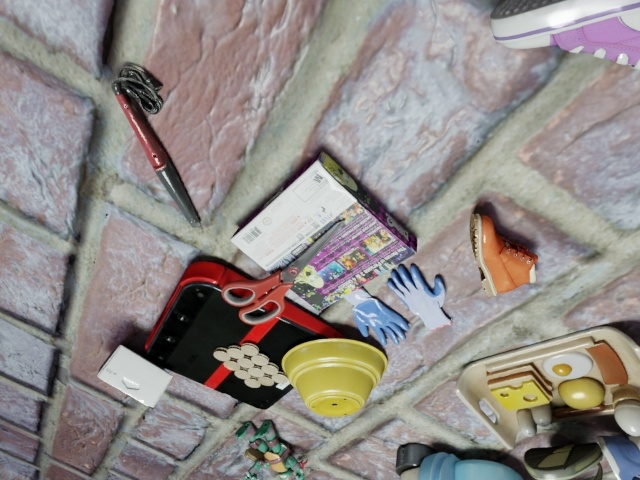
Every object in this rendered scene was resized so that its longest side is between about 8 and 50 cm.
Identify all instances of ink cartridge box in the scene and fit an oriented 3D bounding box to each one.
[{"bbox_3d":[-0.439,0.313,1.007,0.140,0.082,0.191,38,153,-14],"label":"ink cartridge box"}]

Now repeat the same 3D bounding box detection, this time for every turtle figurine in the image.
[{"bbox_3d":[-0.129,0.602,1.166,0.175,0.118,0.234,-24,103,15],"label":"turtle figurine"}]

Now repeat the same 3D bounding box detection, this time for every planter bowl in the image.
[{"bbox_3d":[0.028,0.289,0.850,0.217,0.090,0.217,1,136,1],"label":"planter bowl"}]

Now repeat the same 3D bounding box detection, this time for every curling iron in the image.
[{"bbox_3d":[-0.245,-0.130,0.670,0.068,0.035,0.274,1,127,17],"label":"curling iron"}]

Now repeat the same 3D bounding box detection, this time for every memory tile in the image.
[{"bbox_3d":[-0.147,0.268,0.913,0.113,0.012,0.148,-19,126,26],"label":"memory tile"}]

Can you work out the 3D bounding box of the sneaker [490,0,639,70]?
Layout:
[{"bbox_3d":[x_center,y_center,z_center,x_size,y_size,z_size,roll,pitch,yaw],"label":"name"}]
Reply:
[{"bbox_3d":[0.316,-0.184,0.414,0.282,0.102,0.161,-2,130,19],"label":"sneaker"}]

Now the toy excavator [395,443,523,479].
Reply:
[{"bbox_3d":[0.437,0.614,0.929,0.433,0.222,0.445,41,128,-17],"label":"toy excavator"}]

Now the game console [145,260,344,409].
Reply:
[{"bbox_3d":[-0.182,0.225,0.929,0.342,0.060,0.386,29,131,-14],"label":"game console"}]

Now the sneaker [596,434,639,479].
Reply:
[{"bbox_3d":[0.660,0.439,0.778,0.182,0.127,0.315,-30,121,25],"label":"sneaker"}]

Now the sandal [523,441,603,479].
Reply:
[{"bbox_3d":[0.463,0.421,0.780,0.120,0.086,0.303,-23,146,29],"label":"sandal"}]

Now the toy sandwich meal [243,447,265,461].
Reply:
[{"bbox_3d":[-0.184,0.633,1.241,0.086,0.029,0.085,22,172,3],"label":"toy sandwich meal"}]

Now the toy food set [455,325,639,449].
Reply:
[{"bbox_3d":[0.428,0.285,0.754,0.306,0.092,0.219,-30,114,33],"label":"toy food set"}]

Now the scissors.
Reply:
[{"bbox_3d":[-0.048,0.064,0.718,0.297,0.021,0.109,-30,116,27],"label":"scissors"}]

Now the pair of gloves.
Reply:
[{"bbox_3d":[0.137,0.120,0.760,0.198,0.023,0.159,-25,117,32],"label":"pair of gloves"}]

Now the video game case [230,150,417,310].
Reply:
[{"bbox_3d":[0.000,0.000,0.693,0.210,0.041,0.232,41,128,-16],"label":"video game case"}]

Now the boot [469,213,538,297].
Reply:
[{"bbox_3d":[0.265,0.015,0.618,0.085,0.059,0.158,-15,130,23],"label":"boot"}]
